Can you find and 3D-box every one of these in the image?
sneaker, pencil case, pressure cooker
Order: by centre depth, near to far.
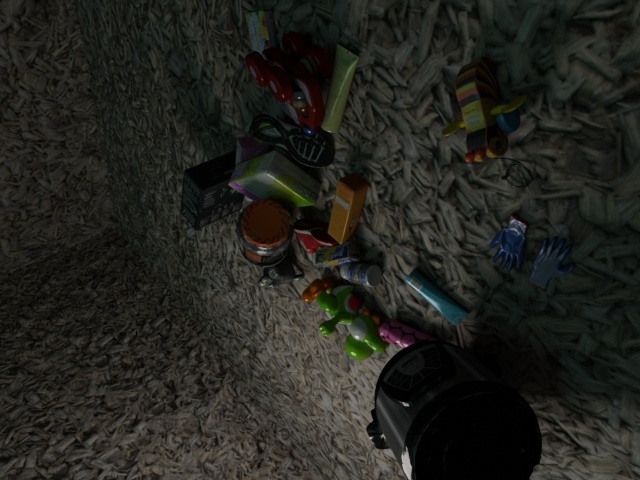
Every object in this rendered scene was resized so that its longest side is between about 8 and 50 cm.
[{"bbox_3d":[0.343,0.489,1.296,0.420,0.370,0.375,-133,57,-78],"label":"pressure cooker"},{"bbox_3d":[-0.082,-0.334,1.544,0.300,0.121,0.111,31,104,12],"label":"sneaker"},{"bbox_3d":[0.305,0.346,1.570,0.209,0.095,0.098,25,159,42],"label":"pencil case"},{"bbox_3d":[0.000,0.000,1.723,0.221,0.087,0.128,27,150,40],"label":"sneaker"}]

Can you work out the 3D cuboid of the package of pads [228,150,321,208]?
[{"bbox_3d":[-0.171,-0.206,1.652,0.229,0.101,0.296,33,158,-33],"label":"package of pads"}]

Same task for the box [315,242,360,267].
[{"bbox_3d":[0.059,0.054,1.633,0.169,0.059,0.054,-15,66,43],"label":"box"}]

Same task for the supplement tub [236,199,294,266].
[{"bbox_3d":[-0.206,-0.025,1.722,0.207,0.207,0.338,55,166,6],"label":"supplement tub"}]

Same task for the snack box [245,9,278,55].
[{"bbox_3d":[-0.186,-0.660,1.484,0.100,0.037,0.141,21,130,44],"label":"snack box"}]

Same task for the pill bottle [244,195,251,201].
[{"bbox_3d":[-0.274,-0.207,1.901,0.065,0.065,0.116,55,145,6],"label":"pill bottle"}]

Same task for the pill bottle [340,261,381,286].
[{"bbox_3d":[0.139,0.114,1.611,0.137,0.078,0.078,8,121,48],"label":"pill bottle"}]

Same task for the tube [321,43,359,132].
[{"bbox_3d":[0.054,-0.432,1.341,0.070,0.062,0.240,14,130,1],"label":"tube"}]

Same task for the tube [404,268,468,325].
[{"bbox_3d":[0.352,0.174,1.421,0.207,0.052,0.080,42,147,15],"label":"tube"}]

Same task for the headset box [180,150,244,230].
[{"bbox_3d":[-0.447,-0.214,1.952,0.131,0.246,0.283,47,144,16],"label":"headset box"}]

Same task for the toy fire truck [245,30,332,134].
[{"bbox_3d":[-0.076,-0.453,1.388,0.302,0.169,0.254,47,165,38],"label":"toy fire truck"}]

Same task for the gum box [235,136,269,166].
[{"bbox_3d":[-0.265,-0.303,1.770,0.188,0.107,0.062,106,147,-46],"label":"gum box"}]

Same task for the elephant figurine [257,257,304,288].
[{"bbox_3d":[-0.209,0.069,1.960,0.169,0.186,0.239,-27,64,22],"label":"elephant figurine"}]

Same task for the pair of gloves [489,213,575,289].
[{"bbox_3d":[0.515,0.034,1.134,0.198,0.023,0.159,36,139,31],"label":"pair of gloves"}]

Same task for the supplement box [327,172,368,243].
[{"bbox_3d":[0.087,-0.101,1.520,0.080,0.078,0.233,38,139,28],"label":"supplement box"}]

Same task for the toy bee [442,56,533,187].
[{"bbox_3d":[0.366,-0.242,0.998,0.298,0.162,0.195,54,143,9],"label":"toy bee"}]

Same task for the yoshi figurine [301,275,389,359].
[{"bbox_3d":[0.088,0.313,1.742,0.362,0.203,0.203,41,157,21],"label":"yoshi figurine"}]
